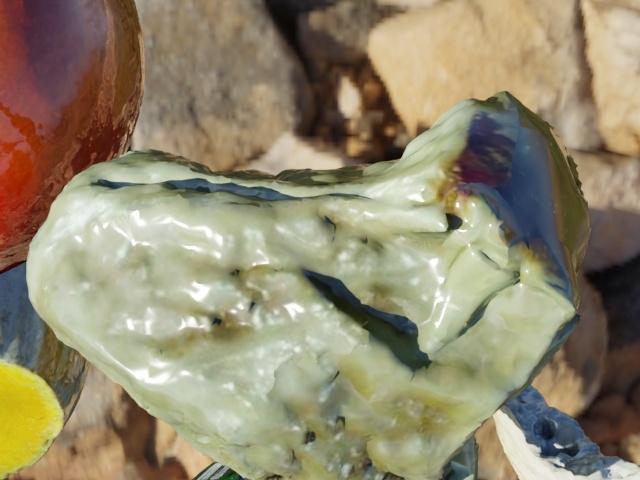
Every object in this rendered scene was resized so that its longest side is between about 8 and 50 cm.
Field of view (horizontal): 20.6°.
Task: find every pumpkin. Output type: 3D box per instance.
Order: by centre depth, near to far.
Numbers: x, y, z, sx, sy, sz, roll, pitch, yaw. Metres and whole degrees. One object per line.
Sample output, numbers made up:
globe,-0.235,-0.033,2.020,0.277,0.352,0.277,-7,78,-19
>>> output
pumpkin,-0.372,0.107,1.645,0.332,0.332,0.199,3,54,2

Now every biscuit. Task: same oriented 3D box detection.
biscuit,0.184,0.181,1.015,0.040,0.188,0.265,-36,70,-14

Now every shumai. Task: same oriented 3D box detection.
shumai,0.000,0.000,0.897,0.261,0.225,0.222,26,105,1

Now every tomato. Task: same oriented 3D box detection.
tomato,-0.287,-0.132,1.311,0.322,0.321,0.321,0,59,0

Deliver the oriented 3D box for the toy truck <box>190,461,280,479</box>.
toy truck,0.011,0.250,1.108,0.121,0.088,0.259,-20,98,29
